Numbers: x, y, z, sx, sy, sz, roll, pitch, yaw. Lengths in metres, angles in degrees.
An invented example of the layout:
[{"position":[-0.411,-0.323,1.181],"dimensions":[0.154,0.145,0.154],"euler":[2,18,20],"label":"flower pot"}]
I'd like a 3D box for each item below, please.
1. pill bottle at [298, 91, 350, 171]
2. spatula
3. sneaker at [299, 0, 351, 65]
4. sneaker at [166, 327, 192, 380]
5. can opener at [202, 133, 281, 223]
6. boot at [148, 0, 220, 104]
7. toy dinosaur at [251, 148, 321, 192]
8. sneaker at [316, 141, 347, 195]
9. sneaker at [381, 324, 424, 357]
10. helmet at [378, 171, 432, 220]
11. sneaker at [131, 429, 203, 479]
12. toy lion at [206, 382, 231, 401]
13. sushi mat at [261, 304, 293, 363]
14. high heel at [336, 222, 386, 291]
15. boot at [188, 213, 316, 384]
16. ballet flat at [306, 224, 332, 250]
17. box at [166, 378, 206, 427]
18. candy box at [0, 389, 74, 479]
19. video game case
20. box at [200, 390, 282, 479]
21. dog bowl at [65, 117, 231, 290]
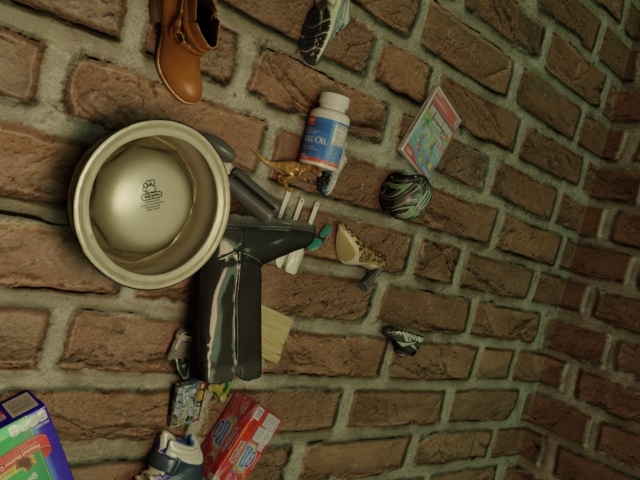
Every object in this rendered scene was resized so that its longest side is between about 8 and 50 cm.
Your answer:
[{"position":[0.017,-0.324,1.927],"dimensions":[0.124,0.124,0.222],"euler":[12,93,-44],"label":"pill bottle"},{"position":[-0.091,-0.027,1.985],"dimensions":[0.168,0.019,0.242],"euler":[23,84,-39],"label":"spatula"},{"position":[0.035,-0.635,1.869],"dimensions":[0.122,0.110,0.283],"euler":[18,89,-47],"label":"sneaker"},{"position":[-0.338,0.344,1.821],"dimensions":[0.228,0.086,0.132],"euler":[33,83,-33],"label":"sneaker"},{"position":[-0.218,-0.167,1.706],"dimensions":[0.283,0.095,0.076],"euler":[40,52,-8],"label":"can opener"},{"position":[-0.298,-0.457,1.529],"dimensions":[0.109,0.220,0.284],"euler":[-24,117,-36],"label":"boot"},{"position":[-0.103,-0.208,1.882],"dimensions":[0.211,0.064,0.112],"euler":[9,119,-6],"label":"toy dinosaur"},{"position":[0.047,-0.230,2.021],"dimensions":[0.083,0.071,0.191],"euler":[13,93,-50],"label":"sneaker"},{"position":[0.304,0.386,2.421],"dimensions":[0.234,0.078,0.106],"euler":[24,82,-46],"label":"sneaker"},{"position":[0.298,-0.150,2.207],"dimensions":[0.169,0.161,0.170],"euler":[-14,111,-40],"label":"helmet"},{"position":[-0.470,0.639,1.755],"dimensions":[0.322,0.130,0.236],"euler":[-2,93,-38],"label":"sneaker"},{"position":[-0.297,0.413,1.906],"dimensions":[0.096,0.034,0.100],"euler":[-57,133,-25],"label":"toy lion"},{"position":[-0.207,0.262,1.942],"dimensions":[0.316,0.019,0.152],"euler":[32,71,-43],"label":"sushi mat"},{"position":[0.141,0.019,2.184],"dimensions":[0.186,0.093,0.261],"euler":[-49,123,-45],"label":"high heel"},{"position":[-0.178,0.163,1.795],"dimensions":[0.366,0.146,0.446],"euler":[4,81,-31],"label":"boot"},{"position":[0.000,0.000,2.062],"dimensions":[0.114,0.041,0.041],"euler":[-48,129,-21],"label":"ballet flat"},{"position":[-0.378,0.458,1.824],"dimensions":[0.094,0.027,0.137],"euler":[-3,115,-42],"label":"box"},{"position":[-0.729,0.552,1.478],"dimensions":[0.268,0.122,0.317],"euler":[-27,120,-36],"label":"candy box"},{"position":[0.399,-0.384,2.333],"dimensions":[0.204,0.025,0.285],"euler":[43,73,-41],"label":"video game case"},{"position":[-0.251,0.604,1.934],"dimensions":[0.128,0.122,0.257],"euler":[46,71,-40],"label":"box"},{"position":[-0.425,-0.093,1.563],"dimensions":[0.407,0.150,0.408],"euler":[-13,110,-39],"label":"dog bowl"}]
